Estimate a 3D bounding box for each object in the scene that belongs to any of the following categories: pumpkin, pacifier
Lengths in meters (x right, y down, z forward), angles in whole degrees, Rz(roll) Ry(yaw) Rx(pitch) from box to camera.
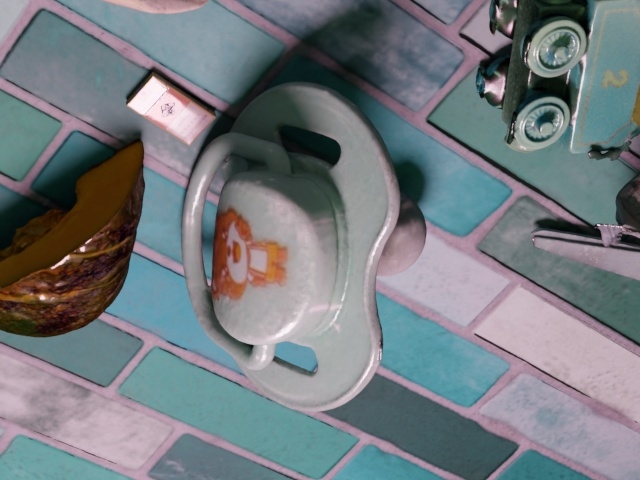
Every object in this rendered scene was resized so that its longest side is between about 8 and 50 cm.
[{"bbox_3d":[-0.256,0.039,1.418,0.278,0.111,0.163,-31,131,10],"label":"pumpkin"},{"bbox_3d":[0.000,0.000,1.401,0.269,0.288,0.343,-8,113,-49],"label":"pacifier"}]

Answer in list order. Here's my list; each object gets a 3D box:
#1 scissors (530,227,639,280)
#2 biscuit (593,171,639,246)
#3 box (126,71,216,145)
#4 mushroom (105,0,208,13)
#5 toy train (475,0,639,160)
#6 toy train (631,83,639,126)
[{"bbox_3d":[0.448,0.042,1.619,0.447,0.029,0.193,13,122,-21],"label":"scissors"},{"bbox_3d":[0.426,-0.089,1.395,0.309,0.186,0.079,-37,81,9],"label":"biscuit"},{"bbox_3d":[-0.154,-0.136,1.366,0.083,0.012,0.046,32,115,-32],"label":"box"},{"bbox_3d":[-0.173,-0.314,1.173,0.162,0.173,0.236,10,88,24],"label":"mushroom"},{"bbox_3d":[0.258,-0.184,1.363,0.163,0.112,0.203,-7,128,-15],"label":"toy train"},{"bbox_3d":[0.401,-0.200,1.329,0.225,0.090,0.137,-36,144,-39],"label":"toy train"}]
